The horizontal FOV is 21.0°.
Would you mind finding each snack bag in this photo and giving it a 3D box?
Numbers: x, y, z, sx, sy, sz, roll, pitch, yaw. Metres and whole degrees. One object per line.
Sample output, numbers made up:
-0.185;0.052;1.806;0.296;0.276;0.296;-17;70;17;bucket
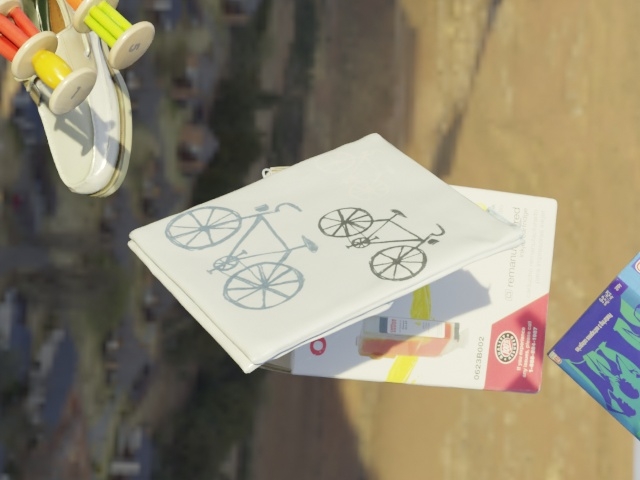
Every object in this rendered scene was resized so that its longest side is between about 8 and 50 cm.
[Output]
0.000;0.000;1.875;0.323;0.342;0.037;39;-33;52;snack bag

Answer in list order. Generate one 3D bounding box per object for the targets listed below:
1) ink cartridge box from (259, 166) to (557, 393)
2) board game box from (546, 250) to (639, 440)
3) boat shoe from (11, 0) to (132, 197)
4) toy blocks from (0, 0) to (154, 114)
0.112;0.058;2.363;0.160;0.384;0.279;-177;-87;-66;ink cartridge box
0.281;0.115;1.276;0.047;0.210;0.160;-43;170;-26;board game box
-0.287;-0.192;1.886;0.103;0.113;0.302;8;64;-51;boat shoe
-0.240;-0.198;1.531;0.123;0.148;0.054;-41;164;-21;toy blocks
